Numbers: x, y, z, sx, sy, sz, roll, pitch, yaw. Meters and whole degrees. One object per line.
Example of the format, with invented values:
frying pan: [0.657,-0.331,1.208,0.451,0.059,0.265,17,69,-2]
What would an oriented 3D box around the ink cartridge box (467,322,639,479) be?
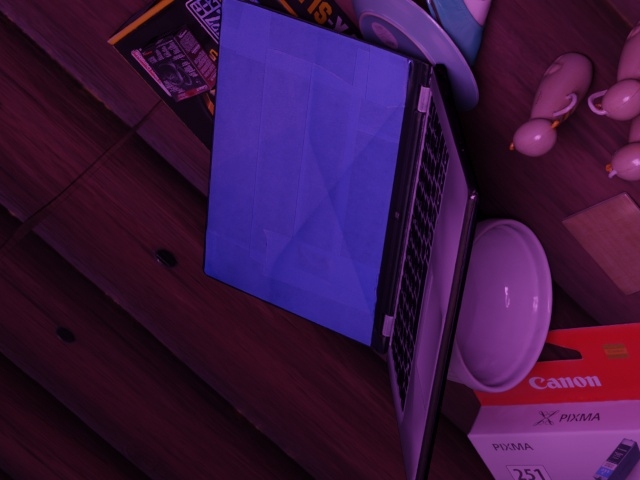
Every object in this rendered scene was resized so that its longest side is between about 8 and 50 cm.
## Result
ink cartridge box: [0.328,0.232,1.881,0.296,0.066,0.261,-8,126,37]

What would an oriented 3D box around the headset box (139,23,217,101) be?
headset box: [-0.159,-0.201,1.664,0.062,0.032,0.083,-15,122,42]

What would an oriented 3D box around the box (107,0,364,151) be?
box: [-0.057,-0.185,1.700,0.257,0.079,0.322,-25,114,43]

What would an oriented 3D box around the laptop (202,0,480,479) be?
laptop: [0.000,0.000,1.532,0.236,0.408,0.381,3,123,-6]

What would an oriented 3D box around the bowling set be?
bowling set: [0.358,-0.124,1.438,0.200,0.154,0.287,45,138,-14]

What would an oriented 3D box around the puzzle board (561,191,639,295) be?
puzzle board: [0.357,0.004,1.677,0.128,0.011,0.096,46,137,-17]

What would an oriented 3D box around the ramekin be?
ramekin: [0.177,0.074,1.719,0.109,0.207,0.207,4,133,42]

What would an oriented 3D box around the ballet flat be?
ballet flat: [0.134,-0.284,1.482,0.087,0.083,0.247,-18,123,21]

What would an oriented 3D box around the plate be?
plate: [0.094,-0.204,1.556,0.188,0.024,0.188,43,168,11]
